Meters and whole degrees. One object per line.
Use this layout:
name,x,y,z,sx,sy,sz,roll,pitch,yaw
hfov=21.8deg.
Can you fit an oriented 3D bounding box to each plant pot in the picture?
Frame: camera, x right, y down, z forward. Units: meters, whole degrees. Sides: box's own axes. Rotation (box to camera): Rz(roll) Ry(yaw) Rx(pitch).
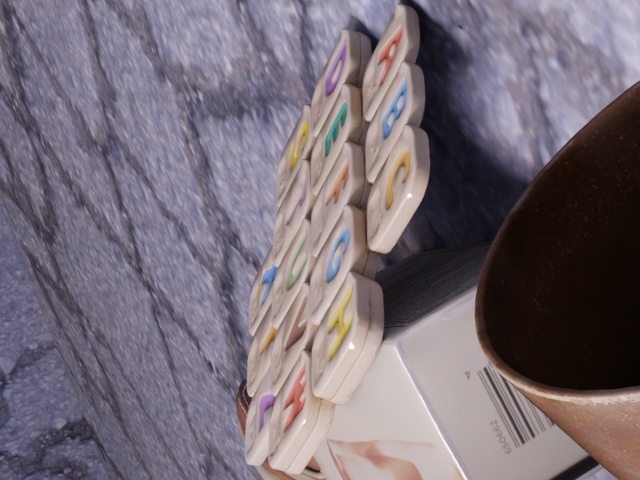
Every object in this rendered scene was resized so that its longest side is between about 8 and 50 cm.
plant pot,0.210,0.057,0.617,0.230,0.215,0.215,50,167,-21

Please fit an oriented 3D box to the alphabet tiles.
alphabet tiles,0.000,0.000,1.045,0.284,0.021,0.278,-90,22,-45

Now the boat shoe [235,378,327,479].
boat shoe,0.029,0.179,1.458,0.324,0.123,0.116,29,139,48

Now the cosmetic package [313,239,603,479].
cosmetic package,0.084,0.085,1.064,0.129,0.153,0.296,62,164,-5
